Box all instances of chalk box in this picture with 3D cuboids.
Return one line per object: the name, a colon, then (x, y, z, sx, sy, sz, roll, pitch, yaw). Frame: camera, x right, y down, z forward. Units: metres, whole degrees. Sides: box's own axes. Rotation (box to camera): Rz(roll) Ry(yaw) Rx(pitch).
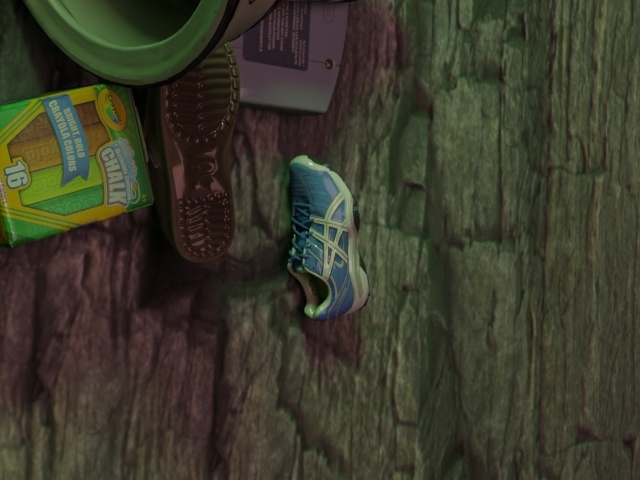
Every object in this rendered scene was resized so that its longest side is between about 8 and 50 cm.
chalk box: (-0.258, -0.083, 1.178, 0.213, 0.132, 0.132, -22, 105, -38)

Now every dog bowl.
dog bowl: (-0.156, -0.356, 1.086, 0.150, 0.408, 0.407, -26, 107, -40)

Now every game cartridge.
game cartridge: (-0.054, -0.302, 1.399, 0.198, 0.062, 0.297, 4, 88, -44)

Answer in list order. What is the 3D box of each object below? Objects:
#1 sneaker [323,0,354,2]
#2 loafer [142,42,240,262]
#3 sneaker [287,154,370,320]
sneaker: (0.020, -0.327, 1.341, 0.319, 0.131, 0.112, -21, 103, -38)
loafer: (-0.151, -0.111, 1.292, 0.102, 0.092, 0.268, -1, 96, -36)
sneaker: (0.000, 0.000, 1.430, 0.081, 0.080, 0.211, -27, 107, -40)
